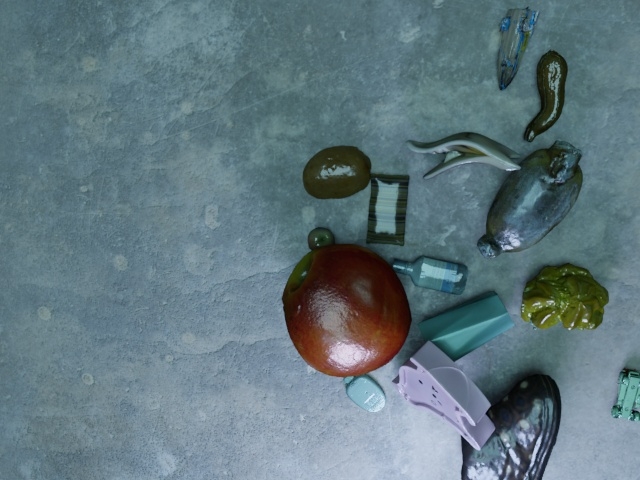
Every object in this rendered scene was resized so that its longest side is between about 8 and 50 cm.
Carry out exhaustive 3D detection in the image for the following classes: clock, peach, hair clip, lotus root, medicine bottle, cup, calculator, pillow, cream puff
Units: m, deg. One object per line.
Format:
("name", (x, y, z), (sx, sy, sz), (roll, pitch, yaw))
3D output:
("clock", (0.337, 0.430, 1.397), (0.080, 0.275, 0.290), (-38, 75, -24))
("peach", (0.073, 0.193, 1.407), (0.290, 0.372, 0.373), (-31, 93, 49))
("hair clip", (0.371, -0.232, 1.351), (0.282, 0.172, 0.113), (-6, 107, 24))
("lotus root", (0.540, -0.092, 1.336), (0.175, 0.175, 0.350), (36, 108, 3))
("medicine bottle", (0.308, 0.092, 1.462), (0.208, 0.053, 0.090), (12, 103, 11))
("cup", (0.410, 0.244, 1.435), (0.235, 0.148, 0.134), (-29, 66, 11))
("calculator", (0.133, 0.463, 1.576), (0.153, 0.021, 0.095), (41, 104, -1))
("pillow", (0.191, -0.087, 1.464), (0.113, 0.038, 0.204), (5, 101, 7))
("peach", (0.001, 0.001, 1.494), (0.083, 0.083, 0.083), (2, 100, 11))
("cream puff", (0.642, 0.153, 1.347), (0.220, 0.195, 0.195), (-3, 99, 9))

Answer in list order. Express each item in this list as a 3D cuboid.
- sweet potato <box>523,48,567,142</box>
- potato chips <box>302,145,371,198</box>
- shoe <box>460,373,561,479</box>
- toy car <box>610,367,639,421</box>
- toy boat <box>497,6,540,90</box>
("sweet potato", (0.587, -0.368, 1.328), (0.081, 0.062, 0.233), (13, 106, 25))
("potato chips", (0.046, -0.192, 1.471), (0.201, 0.049, 0.150), (-5, 103, 6))
("shoe", (0.511, 0.537, 1.439), (0.237, 0.171, 0.384), (12, 104, 9))
("toy car", (0.845, 0.425, 1.412), (0.073, 0.054, 0.143), (7, 102, 8))
("toy boat", (0.493, -0.494, 1.326), (0.084, 0.066, 0.210), (26, 117, 40))
